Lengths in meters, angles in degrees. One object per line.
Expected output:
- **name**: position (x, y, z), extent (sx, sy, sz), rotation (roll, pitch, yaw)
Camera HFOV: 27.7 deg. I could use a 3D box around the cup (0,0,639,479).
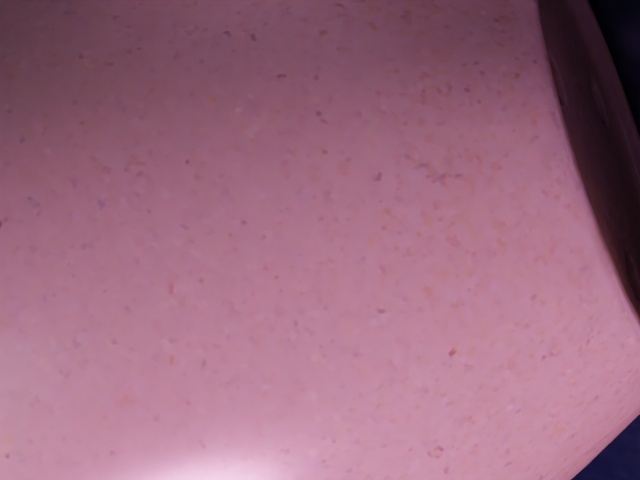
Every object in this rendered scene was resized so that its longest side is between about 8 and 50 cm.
- **cup**: position (0.000, 0.000, 0.505), extent (0.236, 0.331, 0.331), rotation (-17, 103, 22)
